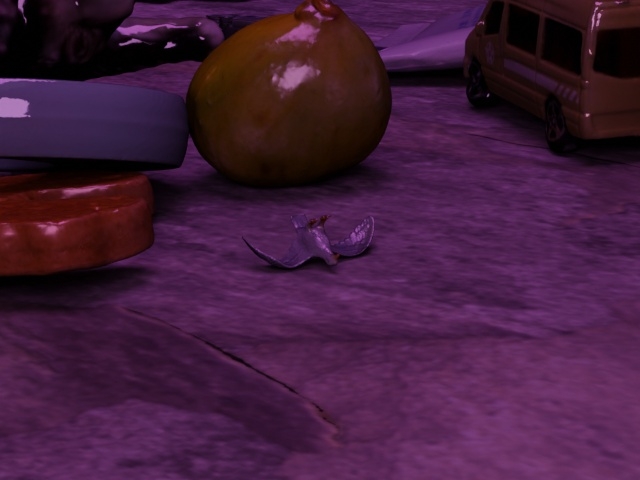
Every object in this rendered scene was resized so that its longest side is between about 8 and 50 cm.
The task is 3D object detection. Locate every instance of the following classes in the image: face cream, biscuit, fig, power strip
[{"bbox_3d":[0.229,-0.203,1.528,0.420,0.137,0.235,-5,15,23],"label":"face cream"},{"bbox_3d":[-0.264,-0.002,1.041,0.334,0.047,0.202,-3,11,-8],"label":"biscuit"},{"bbox_3d":[-0.022,-0.095,1.199,0.153,0.120,0.136,-21,13,29],"label":"fig"},{"bbox_3d":[-0.173,-0.073,1.177,0.168,0.054,0.253,2,-1,-5],"label":"power strip"}]

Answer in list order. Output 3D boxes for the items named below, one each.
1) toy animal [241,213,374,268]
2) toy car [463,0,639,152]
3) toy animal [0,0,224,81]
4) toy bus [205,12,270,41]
[{"bbox_3d":[0.000,-0.001,1.018,0.084,0.028,0.050,-10,10,-19],"label":"toy animal"},{"bbox_3d":[0.189,-0.148,1.301,0.101,0.124,0.257,-7,18,-15],"label":"toy car"},{"bbox_3d":[-0.284,-0.168,1.362,0.344,0.194,0.303,-5,17,35],"label":"toy animal"},{"bbox_3d":[-0.059,-0.200,1.681,0.052,0.037,0.131,-12,17,-41],"label":"toy bus"}]
